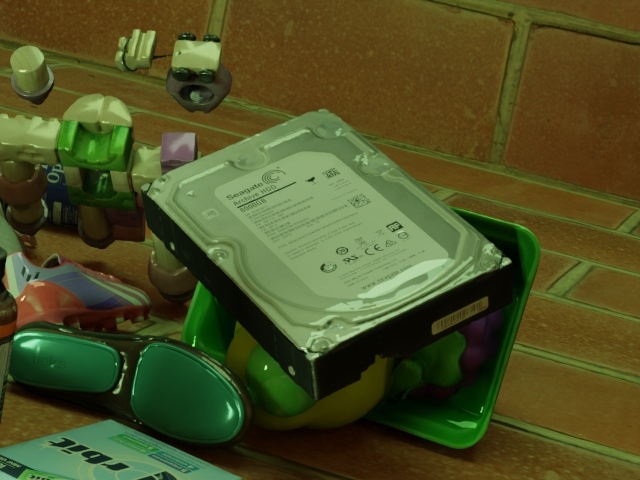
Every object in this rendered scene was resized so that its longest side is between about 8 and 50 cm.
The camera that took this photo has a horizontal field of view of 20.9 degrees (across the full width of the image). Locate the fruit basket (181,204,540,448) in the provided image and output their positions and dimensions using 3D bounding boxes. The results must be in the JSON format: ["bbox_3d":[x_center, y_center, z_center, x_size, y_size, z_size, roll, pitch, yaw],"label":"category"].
[{"bbox_3d":[0.024,0.073,1.836,0.392,0.283,0.392,18,-4,1],"label":"fruit basket"}]

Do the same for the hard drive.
[{"bbox_3d":[0.000,0.000,1.730,0.237,0.064,0.339,-24,41,-22],"label":"hard drive"}]

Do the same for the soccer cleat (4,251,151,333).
[{"bbox_3d":[-0.260,0.056,1.883,0.083,0.095,0.248,-21,-7,22],"label":"soccer cleat"}]

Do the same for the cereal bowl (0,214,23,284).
[{"bbox_3d":[-0.469,-0.013,1.849,0.339,0.141,0.339,20,17,-6],"label":"cereal bowl"}]

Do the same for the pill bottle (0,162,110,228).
[{"bbox_3d":[-0.399,-0.089,2.416,0.219,0.123,0.123,11,13,-1],"label":"pill bottle"}]

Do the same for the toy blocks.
[{"bbox_3d":[-0.266,-0.069,2.174,0.288,0.309,0.260,5,-30,4],"label":"toy blocks"}]

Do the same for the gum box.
[{"bbox_3d":[-0.184,0.210,1.477,0.157,0.041,0.184,20,16,31],"label":"gum box"}]

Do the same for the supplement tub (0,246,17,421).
[{"bbox_3d":[-0.319,0.099,1.488,0.106,0.198,0.106,10,13,-2],"label":"supplement tub"}]

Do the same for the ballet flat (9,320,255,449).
[{"bbox_3d":[-0.177,0.134,1.715,0.280,0.095,0.096,16,1,21],"label":"ballet flat"}]
